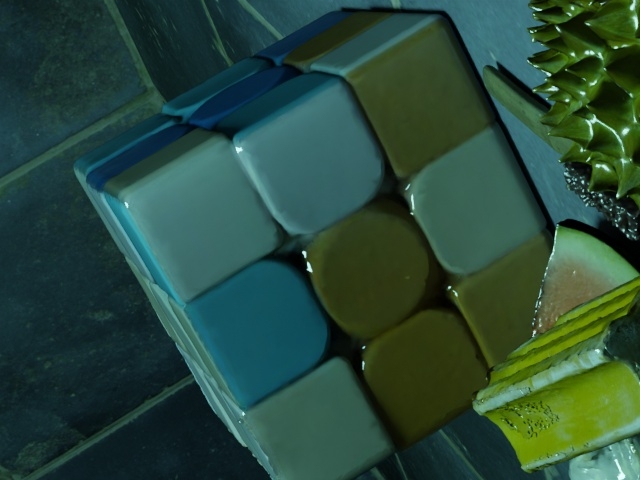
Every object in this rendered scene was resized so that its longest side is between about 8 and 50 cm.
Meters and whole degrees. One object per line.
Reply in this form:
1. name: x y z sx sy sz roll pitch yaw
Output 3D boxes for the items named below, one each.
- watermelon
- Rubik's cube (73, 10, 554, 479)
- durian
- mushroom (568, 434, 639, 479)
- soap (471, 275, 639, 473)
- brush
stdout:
1. watermelon: 0.236 0.064 1.313 0.193 0.137 0.145 60 -157 -3
2. Rubik's cube: 0.000 0.000 1.550 0.347 0.344 0.346 63 169 -16
3. durian: 0.198 -0.120 0.843 0.306 0.166 0.172 46 135 31
4. mushroom: 0.267 0.197 1.548 0.099 0.096 0.278 63 174 -14
5. soap: 0.204 0.089 1.133 0.080 0.160 0.257 54 154 3
6. brush: 0.194 -0.071 1.256 0.248 0.036 0.043 48 162 46
